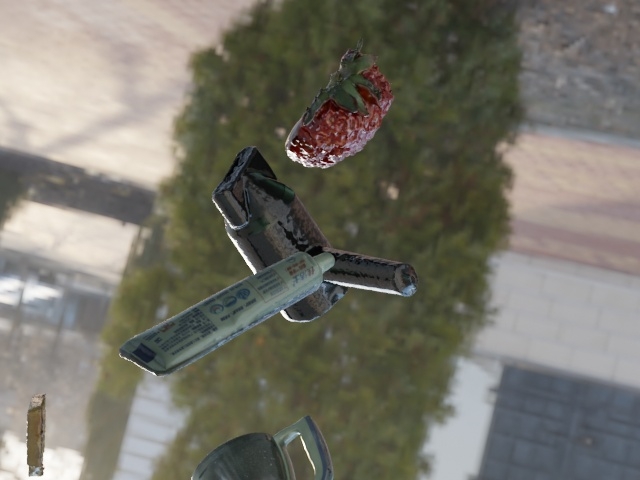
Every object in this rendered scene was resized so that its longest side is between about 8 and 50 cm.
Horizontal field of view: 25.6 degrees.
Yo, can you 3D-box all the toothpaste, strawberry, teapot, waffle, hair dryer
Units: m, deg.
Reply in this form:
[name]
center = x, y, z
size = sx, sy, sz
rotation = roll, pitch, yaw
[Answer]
[toothpaste]
center = -0.087, 0.073, 1.497
size = 0.069, 0.268, 0.047
rotation = 49, 143, 20
[strawberry]
center = 0.019, -0.150, 1.951
size = 0.098, 0.174, 0.228
rotation = 34, 136, 0
[teapot]
center = -0.059, 0.278, 1.576
size = 0.149, 0.108, 0.111
rotation = -20, 145, -20
[waffle]
center = -0.337, 0.233, 1.675
size = 0.021, 0.092, 0.135
rotation = 2, -178, -9
[hair dryer]
center = 0.000, 0.000, 1.892
size = 0.302, 0.116, 0.244
rotation = 8, 140, 47
